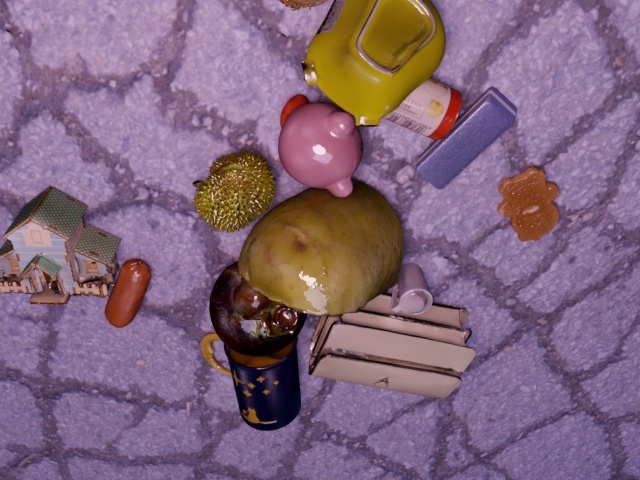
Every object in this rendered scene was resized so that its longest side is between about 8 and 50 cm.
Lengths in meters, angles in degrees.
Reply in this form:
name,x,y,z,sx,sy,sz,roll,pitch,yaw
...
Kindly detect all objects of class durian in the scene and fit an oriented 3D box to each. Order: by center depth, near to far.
name,x,y,z,sx,sy,sz,roll,pitch,yaw
durian,-0.177,-0.089,1.269,0.146,0.159,0.198,39,116,-18

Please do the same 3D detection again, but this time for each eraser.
name,x,y,z,sx,sy,sz,roll,pitch,yaw
eraser,0.296,-0.205,1.271,0.082,0.036,0.225,34,118,-22

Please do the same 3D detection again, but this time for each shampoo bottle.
name,x,y,z,sx,sy,sz,roll,pitch,yaw
shampoo bottle,0.122,-0.285,1.171,0.278,0.104,0.104,20,122,-14

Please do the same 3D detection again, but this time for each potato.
name,x,y,z,sx,sy,sz,roll,pitch,yaw
potato,0.000,0.000,1.234,0.330,0.280,0.213,14,110,9

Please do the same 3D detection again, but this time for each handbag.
name,x,y,z,sx,sy,sz,roll,pitch,yaw
handbag,0.167,0.264,1.523,0.358,0.160,0.237,13,131,-10

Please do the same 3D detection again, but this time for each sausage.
name,x,y,z,sx,sy,sz,roll,pitch,yaw
sausage,-0.452,0.124,1.465,0.076,0.076,0.197,22,120,-15

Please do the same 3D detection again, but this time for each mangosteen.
name,x,y,z,sx,sy,sz,roll,pitch,yaw
mangosteen,-0.122,0.156,1.368,0.231,0.289,0.231,-7,107,-23

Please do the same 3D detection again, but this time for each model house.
name,x,y,z,sx,sy,sz,roll,pitch,yaw
model house,-0.576,0.008,1.328,0.271,0.178,0.206,4,123,0

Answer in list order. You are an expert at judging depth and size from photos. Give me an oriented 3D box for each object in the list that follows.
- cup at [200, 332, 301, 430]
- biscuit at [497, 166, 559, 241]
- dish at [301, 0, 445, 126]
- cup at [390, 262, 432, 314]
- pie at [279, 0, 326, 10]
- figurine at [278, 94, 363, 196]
name,x,y,z,sx,sy,sz,roll,pitch,yaw
cup,-0.162,0.321,1.585,0.178,0.255,0.256,-27,133,-28
biscuit,0.463,-0.079,1.367,0.133,0.027,0.184,-35,120,20
dish,0.105,-0.338,1.057,0.221,0.108,0.262,39,82,-10
cup,0.203,0.119,1.445,0.074,0.116,0.104,38,115,-24
pie,-0.041,-0.487,1.049,0.193,0.079,0.163,38,111,-21
figurine,0.002,-0.182,1.204,0.173,0.173,0.173,0,125,-1
